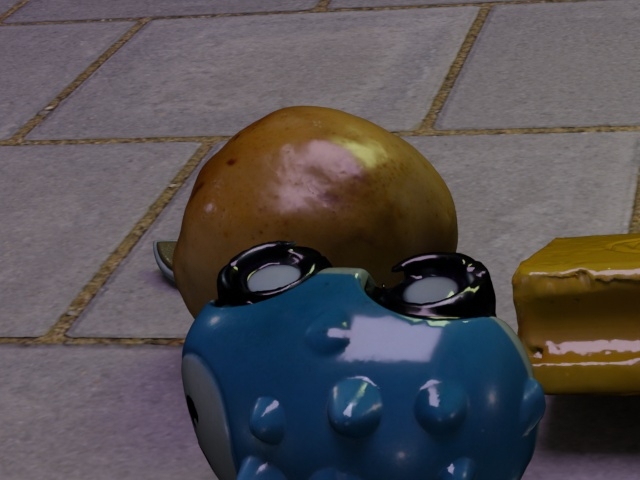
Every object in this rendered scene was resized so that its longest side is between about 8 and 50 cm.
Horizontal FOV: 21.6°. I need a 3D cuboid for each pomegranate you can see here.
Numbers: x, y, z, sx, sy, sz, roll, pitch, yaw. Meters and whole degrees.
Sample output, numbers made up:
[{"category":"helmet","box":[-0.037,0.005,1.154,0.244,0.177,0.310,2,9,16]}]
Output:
[{"category":"pomegranate","box":[-0.004,-0.004,1.363,0.233,0.233,0.233,-6,24,3]}]

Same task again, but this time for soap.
[{"category":"soap","box":[0.315,0.046,1.235,0.324,0.096,0.204,-3,8,18]}]

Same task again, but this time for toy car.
[{"category":"toy car","box":[0.017,0.119,1.122,0.255,0.188,0.190,5,34,25]}]

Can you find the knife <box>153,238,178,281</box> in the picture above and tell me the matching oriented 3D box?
[{"category":"knife","box":[-0.016,0.035,1.509,0.343,0.027,0.061,8,55,29]}]
